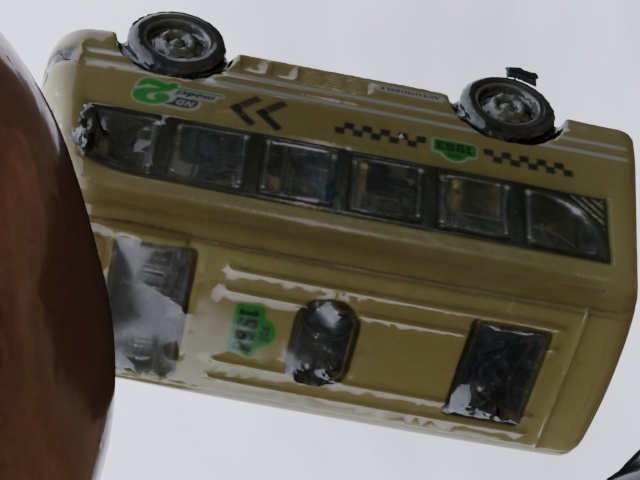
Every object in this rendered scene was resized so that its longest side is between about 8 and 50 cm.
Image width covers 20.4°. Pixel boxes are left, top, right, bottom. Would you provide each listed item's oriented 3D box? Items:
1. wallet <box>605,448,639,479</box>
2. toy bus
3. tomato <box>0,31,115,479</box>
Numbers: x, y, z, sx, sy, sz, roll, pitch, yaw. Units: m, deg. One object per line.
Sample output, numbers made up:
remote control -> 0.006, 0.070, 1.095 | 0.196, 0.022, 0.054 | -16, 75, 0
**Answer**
wallet -> 0.251, 0.067, 0.671 | 0.146, 0.285, 0.030 | -28, -77, -38
toy bus -> 0.000, 0.000, 1.067 | 0.202, 0.365, 0.177 | -85, 6, -50
tomato -> -0.221, 0.009, 0.701 | 0.341, 0.272, 0.341 | 171, 90, -74
